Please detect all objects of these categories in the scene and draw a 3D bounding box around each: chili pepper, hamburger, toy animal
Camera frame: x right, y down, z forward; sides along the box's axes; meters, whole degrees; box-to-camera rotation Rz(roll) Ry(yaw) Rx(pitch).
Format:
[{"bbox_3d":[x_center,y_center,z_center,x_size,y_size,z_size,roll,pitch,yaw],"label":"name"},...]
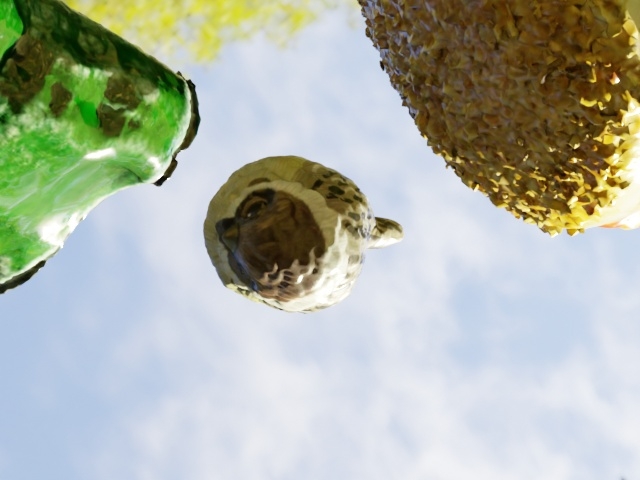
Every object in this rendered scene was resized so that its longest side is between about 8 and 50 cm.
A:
[{"bbox_3d":[-0.180,-0.086,0.807,0.270,0.136,0.099,39,-151,-49],"label":"chili pepper"},{"bbox_3d":[0.117,-0.138,0.994,0.179,0.294,0.276,-26,-131,-11],"label":"hamburger"},{"bbox_3d":[0.000,0.000,1.132,0.137,0.098,0.098,6,-120,-21],"label":"toy animal"}]
